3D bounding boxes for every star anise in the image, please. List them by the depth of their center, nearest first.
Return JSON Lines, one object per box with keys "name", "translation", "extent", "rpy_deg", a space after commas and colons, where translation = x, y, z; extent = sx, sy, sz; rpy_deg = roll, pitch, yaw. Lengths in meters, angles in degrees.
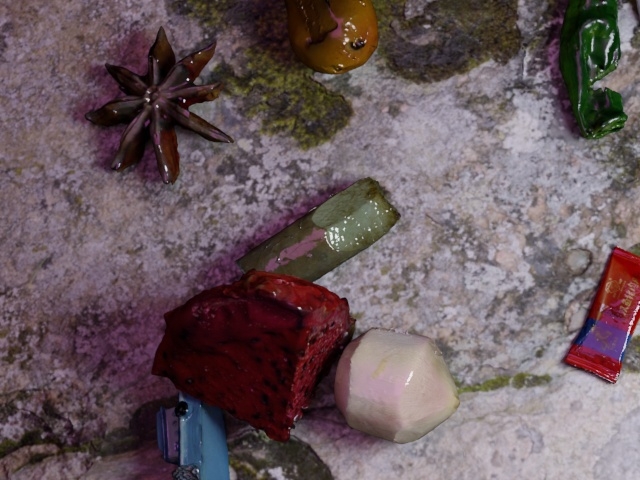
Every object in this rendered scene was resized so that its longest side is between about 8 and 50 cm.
{"name": "star anise", "translation": [-0.260, -0.228, 2.028], "extent": [0.288, 0.088, 0.288], "rpy_deg": [-5, 77, 24]}

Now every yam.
{"name": "yam", "translation": [0.000, 0.000, 1.910], "extent": [0.259, 0.106, 0.106], "rpy_deg": [-34, 71, 0]}

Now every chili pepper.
{"name": "chili pepper", "translation": [0.429, -0.282, 1.931], "extent": [0.099, 0.083, 0.254], "rpy_deg": [-1, 76, 0]}

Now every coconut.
{"name": "coconut", "translation": [0.118, 0.212, 1.791], "extent": [0.182, 0.171, 0.171], "rpy_deg": [9, 75, 15]}

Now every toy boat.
{"name": "toy boat", "translation": [-0.197, 0.346, 1.840], "extent": [0.098, 0.109, 0.238], "rpy_deg": [-17, 66, 25]}

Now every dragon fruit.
{"name": "dragon fruit", "translation": [-0.053, 0.149, 1.746], "extent": [0.302, 0.330, 0.240], "rpy_deg": [-21, 75, -25]}

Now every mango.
{"name": "mango", "translation": [0.004, -0.376, 1.998], "extent": [0.156, 0.151, 0.249], "rpy_deg": [-36, 63, 9]}

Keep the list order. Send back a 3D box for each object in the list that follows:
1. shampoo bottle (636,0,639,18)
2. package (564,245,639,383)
{"name": "shampoo bottle", "translation": [0.555, -0.451, 1.973], "extent": [0.108, 0.051, 0.221], "rpy_deg": [-8, 72, 10]}
{"name": "package", "translation": [0.444, 0.111, 1.837], "extent": [0.083, 0.022, 0.200], "rpy_deg": [23, 77, 16]}
